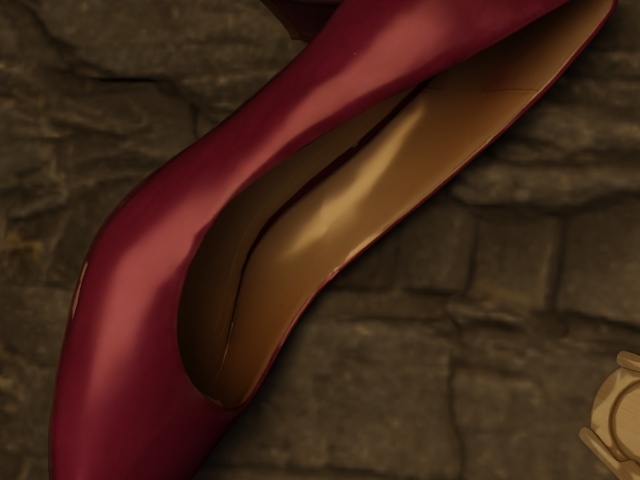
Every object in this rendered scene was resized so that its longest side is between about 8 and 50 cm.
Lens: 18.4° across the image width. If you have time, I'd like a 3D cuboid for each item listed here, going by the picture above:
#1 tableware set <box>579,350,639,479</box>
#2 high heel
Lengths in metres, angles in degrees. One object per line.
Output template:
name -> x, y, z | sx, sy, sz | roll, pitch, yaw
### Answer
tableware set -> 0.165, 0.146, 0.953 | 0.141, 0.020, 0.168 | 34, 94, 23
high heel -> 0.000, 0.000, 0.978 | 0.181, 0.127, 0.377 | 19, 85, 33
